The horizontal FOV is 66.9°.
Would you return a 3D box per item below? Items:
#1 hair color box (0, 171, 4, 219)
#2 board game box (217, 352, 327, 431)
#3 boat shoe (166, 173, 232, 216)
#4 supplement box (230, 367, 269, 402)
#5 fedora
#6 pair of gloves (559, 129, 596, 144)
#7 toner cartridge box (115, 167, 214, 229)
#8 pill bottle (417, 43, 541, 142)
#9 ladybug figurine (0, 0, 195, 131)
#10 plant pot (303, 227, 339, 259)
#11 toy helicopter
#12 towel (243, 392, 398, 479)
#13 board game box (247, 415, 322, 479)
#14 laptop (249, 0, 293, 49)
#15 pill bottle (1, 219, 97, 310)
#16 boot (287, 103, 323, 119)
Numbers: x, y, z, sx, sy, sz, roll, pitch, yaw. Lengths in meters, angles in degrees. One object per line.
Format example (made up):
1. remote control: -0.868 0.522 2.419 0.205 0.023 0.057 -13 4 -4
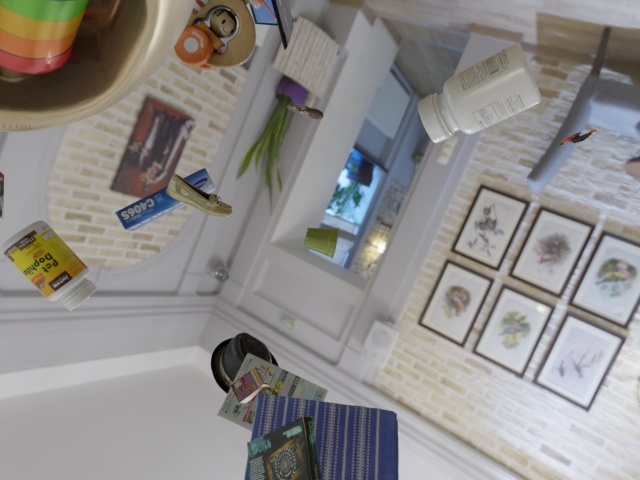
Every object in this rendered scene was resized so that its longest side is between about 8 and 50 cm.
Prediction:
1. hair color box: -0.920 -0.122 1.336 0.043 0.141 0.072 32 -151 26
2. board game box: -0.159 0.547 1.629 0.303 0.224 0.097 25 159 2
3. boat shoe: -0.264 -0.098 1.081 0.152 0.048 0.056 24 -165 -14
4. supplement box: -0.186 0.385 1.283 0.055 0.083 0.043 56 -176 27
5. fedora: -0.308 0.517 2.087 0.333 0.153 0.334 15 -143 -12
6. pair of gloves: 0.752 -0.300 1.417 0.010 0.074 0.083 60 172 -13
7. toner cartridge box: -0.559 -0.148 1.779 0.075 0.347 0.165 62 171 -6
8. pill bottle: 0.332 -0.302 1.031 0.229 0.131 0.131 -23 160 28
9. ladybug figurine: -0.288 -0.268 0.468 0.305 0.162 0.449 -6 164 -45
10. plant pot: 0.000 0.000 1.228 0.079 0.084 0.083 11 -174 -3
11. toy helicopter: -0.239 -0.576 1.093 0.234 0.356 0.140 -15 -167 7
12. towel: 0.008 0.476 1.065 0.335 0.244 0.040 8 146 -2
13. board game box: -0.070 0.408 0.877 0.026 0.186 0.126 18 -131 -37
14. laptop: -0.161 -0.643 1.247 0.136 0.234 0.265 -7 -138 12
15. pill bottle: -0.654 0.065 1.183 0.215 0.117 0.117 53 177 -15
16. boot: -0.054 -0.461 1.726 0.106 0.037 0.114 22 -164 16
